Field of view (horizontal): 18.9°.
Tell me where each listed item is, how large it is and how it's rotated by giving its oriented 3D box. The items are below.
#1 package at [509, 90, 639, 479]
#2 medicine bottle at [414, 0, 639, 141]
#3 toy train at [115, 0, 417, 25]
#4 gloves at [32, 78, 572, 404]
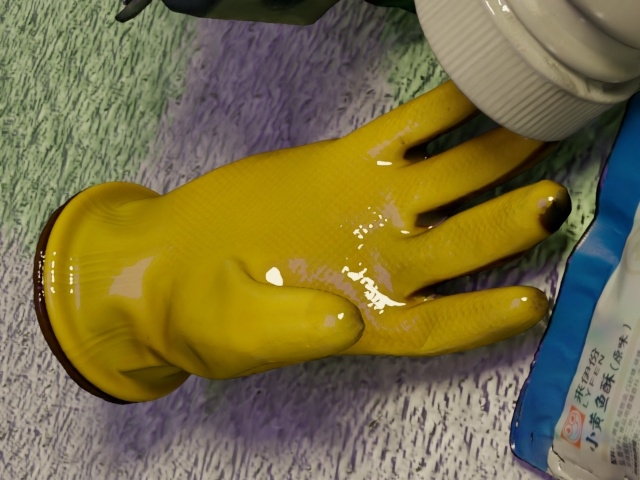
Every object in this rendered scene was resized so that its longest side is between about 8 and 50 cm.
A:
[{"bbox_3d":[0.151,0.035,0.757,0.173,0.027,0.171,29,104,55],"label":"package"},{"bbox_3d":[0.128,-0.125,0.774,0.168,0.105,0.105,-39,50,38],"label":"medicine bottle"},{"bbox_3d":[0.018,-0.257,0.840,0.429,0.178,0.249,-38,67,38],"label":"toy train"},{"bbox_3d":[0.000,-0.001,0.911,0.294,0.116,0.133,-15,74,42],"label":"gloves"}]
